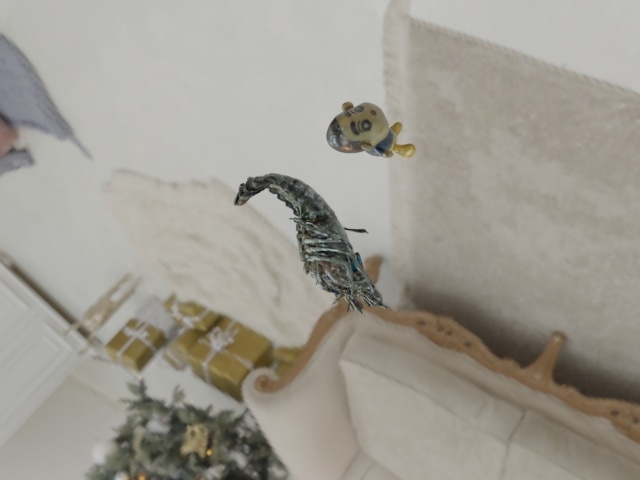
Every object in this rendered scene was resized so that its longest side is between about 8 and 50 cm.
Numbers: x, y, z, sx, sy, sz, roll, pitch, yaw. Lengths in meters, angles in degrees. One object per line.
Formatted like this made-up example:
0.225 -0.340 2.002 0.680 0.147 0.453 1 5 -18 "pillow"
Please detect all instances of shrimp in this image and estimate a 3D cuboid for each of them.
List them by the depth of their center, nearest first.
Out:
0.002 -0.004 0.883 0.174 0.076 0.082 47 165 -11 "shrimp"

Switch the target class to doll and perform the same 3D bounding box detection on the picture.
0.079 -0.168 1.480 0.089 0.179 0.102 -44 63 38 "doll"
